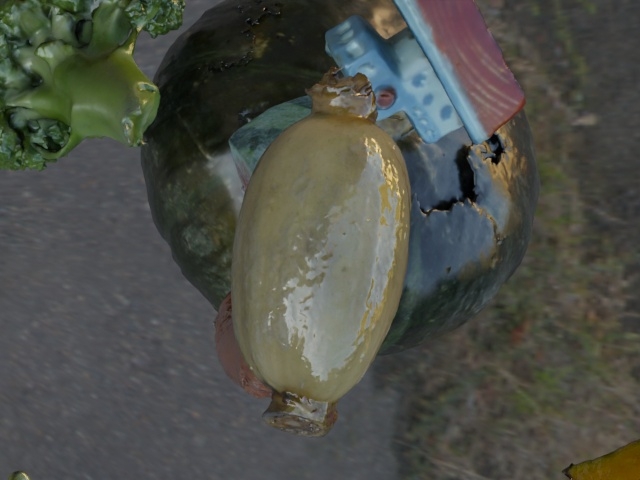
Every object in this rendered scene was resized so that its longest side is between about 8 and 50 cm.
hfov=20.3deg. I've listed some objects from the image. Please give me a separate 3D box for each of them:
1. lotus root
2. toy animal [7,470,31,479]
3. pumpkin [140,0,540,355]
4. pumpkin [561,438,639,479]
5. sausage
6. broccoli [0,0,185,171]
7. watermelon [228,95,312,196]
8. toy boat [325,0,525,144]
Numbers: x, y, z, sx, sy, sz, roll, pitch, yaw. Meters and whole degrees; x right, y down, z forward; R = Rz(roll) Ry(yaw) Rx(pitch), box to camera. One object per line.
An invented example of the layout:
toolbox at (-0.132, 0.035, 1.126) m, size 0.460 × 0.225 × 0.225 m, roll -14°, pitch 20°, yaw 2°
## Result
lotus root at (0.000, 0.000, 0.695) m, size 0.062 × 0.073 × 0.150 m, roll 14°, pitch 78°, yaw -30°
toy animal at (-0.112, 0.207, 0.792) m, size 0.136 × 0.073 × 0.181 m, roll -45°, pitch 78°, yaw 18°
pumpkin at (0.025, -0.090, 1.975) m, size 0.454 × 0.344 × 0.454 m, roll 10°, pitch 58°, yaw -17°
pumpkin at (0.389, 0.286, 1.904) m, size 0.130 × 0.254 × 0.149 m, roll 35°, pitch 96°, yaw -30°
sausage at (-0.049, 0.086, 1.546) m, size 0.079 × 0.326 × 0.087 m, roll 36°, pitch 89°, yaw -9°
broccoli at (-0.233, -0.183, 1.900) m, size 0.186 × 0.302 × 0.254 m, roll 50°, pitch 54°, yaw -50°
watermelon at (-0.028, -0.052, 1.396) m, size 0.081 × 0.180 × 0.094 m, roll -6°, pitch 107°, yaw 0°
toy boat at (0.043, -0.221, 1.511) m, size 0.133 × 0.145 × 0.332 m, roll -29°, pitch 120°, yaw 6°
